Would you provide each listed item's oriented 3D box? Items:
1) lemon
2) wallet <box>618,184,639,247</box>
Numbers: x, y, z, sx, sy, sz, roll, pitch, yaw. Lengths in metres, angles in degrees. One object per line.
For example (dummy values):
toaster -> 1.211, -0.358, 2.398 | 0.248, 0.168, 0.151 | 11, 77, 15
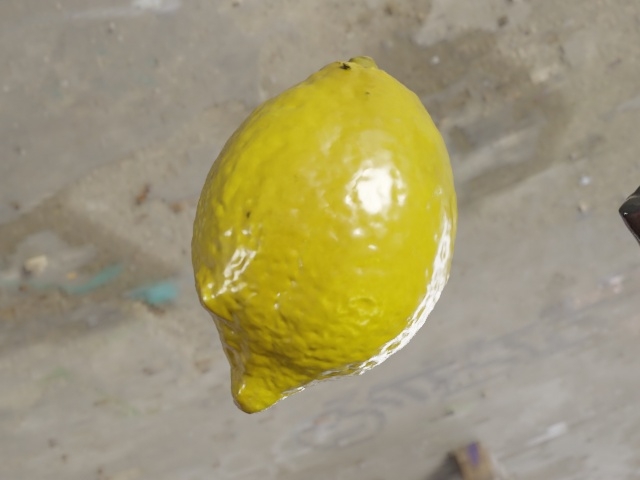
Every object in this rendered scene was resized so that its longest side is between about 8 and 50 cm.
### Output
lemon -> 0.000, 0.000, 0.366 | 0.065, 0.065, 0.092 | 19, 92, -52
wallet -> 0.283, 0.046, 0.805 | 0.182, 0.049, 0.229 | -12, 125, 29
